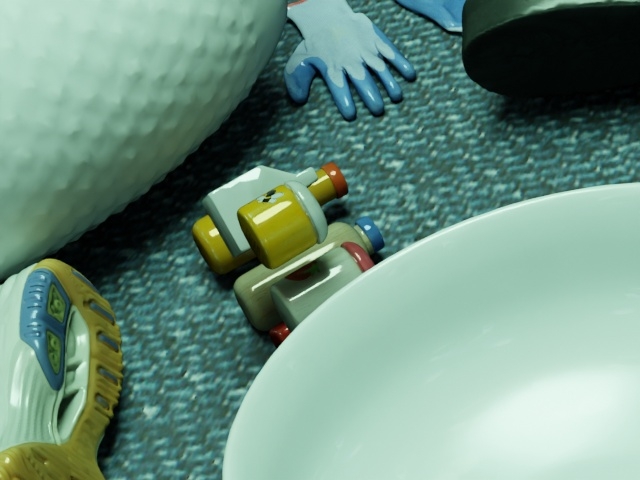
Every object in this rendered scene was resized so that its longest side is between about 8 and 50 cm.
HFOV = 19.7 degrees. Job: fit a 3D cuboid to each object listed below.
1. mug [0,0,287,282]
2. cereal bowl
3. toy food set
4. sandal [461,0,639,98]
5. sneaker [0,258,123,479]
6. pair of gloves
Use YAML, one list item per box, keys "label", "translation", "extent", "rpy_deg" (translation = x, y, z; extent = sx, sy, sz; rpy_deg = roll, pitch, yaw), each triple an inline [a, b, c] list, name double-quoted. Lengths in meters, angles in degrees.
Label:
- label: "mug"
  translation: [-0.204, -0.172, 1.202]
  extent: [0.328, 0.374, 0.276]
  rpy_deg: [-31, 48, -22]
- label: "cereal bowl"
  translation: [0.131, 0.121, 0.920]
  extent: [0.339, 0.141, 0.339]
  rpy_deg: [-17, 30, 10]
- label: "toy food set"
  translation: [0.000, 0.000, 1.113]
  extent: [0.104, 0.111, 0.232]
  rpy_deg: [-30, -1, -11]
- label: "sandal"
  translation: [0.309, -0.130, 1.153]
  extent: [0.445, 0.167, 0.107]
  rpy_deg: [-10, 68, 21]
- label: "sneaker"
  translation: [-0.195, 0.150, 1.082]
  extent: [0.131, 0.112, 0.296]
  rpy_deg: [-23, 38, 23]
- label: "pair of gloves"
  translation: [0.057, -0.161, 1.350]
  extent: [0.198, 0.023, 0.159]
  rpy_deg: [-25, 42, -6]
